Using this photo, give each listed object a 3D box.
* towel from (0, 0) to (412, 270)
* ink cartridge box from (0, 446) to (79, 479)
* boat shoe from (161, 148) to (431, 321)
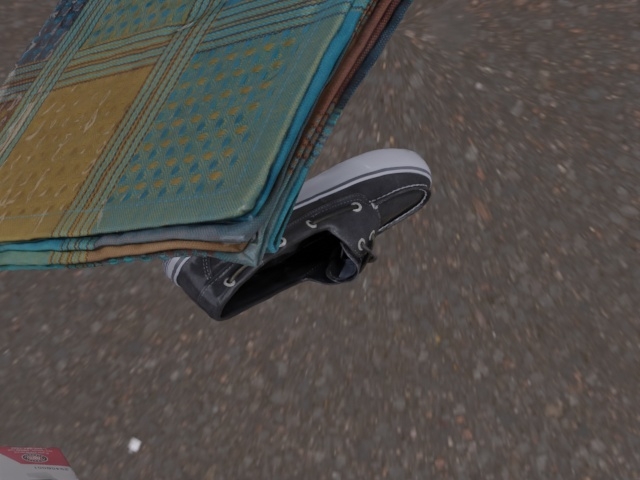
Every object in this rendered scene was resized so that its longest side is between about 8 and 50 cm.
[{"bbox_3d":[-0.098,-0.090,0.839,0.040,0.370,0.271,46,58,-30],"label":"towel"},{"bbox_3d":[-0.284,0.263,1.240,0.158,0.218,0.092,5,105,-27],"label":"ink cartridge box"},{"bbox_3d":[0.000,0.000,0.995,0.076,0.228,0.080,53,140,25],"label":"boat shoe"}]
